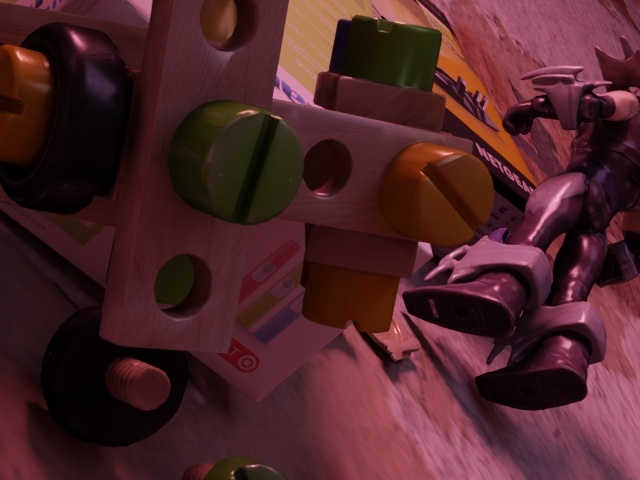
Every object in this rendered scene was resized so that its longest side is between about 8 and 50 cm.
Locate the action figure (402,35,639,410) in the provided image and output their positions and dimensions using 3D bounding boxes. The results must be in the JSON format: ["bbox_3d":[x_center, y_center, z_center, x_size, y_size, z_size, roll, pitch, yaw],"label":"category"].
[{"bbox_3d":[0.172,-0.019,1.288,0.285,0.099,0.185,-53,123,-40],"label":"action figure"}]

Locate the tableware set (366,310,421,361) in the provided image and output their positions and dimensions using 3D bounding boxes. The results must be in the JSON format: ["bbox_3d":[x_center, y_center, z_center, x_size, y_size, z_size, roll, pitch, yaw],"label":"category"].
[{"bbox_3d":[0.000,0.000,1.133,0.141,0.020,0.168,21,36,-59],"label":"tableware set"}]

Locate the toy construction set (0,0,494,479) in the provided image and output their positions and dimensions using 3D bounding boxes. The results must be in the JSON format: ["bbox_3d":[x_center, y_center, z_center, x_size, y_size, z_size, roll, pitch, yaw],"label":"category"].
[{"bbox_3d":[-0.009,-0.064,0.674,0.257,0.308,0.237,37,-11,-24],"label":"toy construction set"}]

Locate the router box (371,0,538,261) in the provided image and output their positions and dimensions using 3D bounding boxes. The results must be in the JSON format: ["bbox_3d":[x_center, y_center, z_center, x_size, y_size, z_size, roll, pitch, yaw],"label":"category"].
[{"bbox_3d":[0.020,-0.131,1.337,0.309,0.081,0.243,34,25,-47],"label":"router box"}]

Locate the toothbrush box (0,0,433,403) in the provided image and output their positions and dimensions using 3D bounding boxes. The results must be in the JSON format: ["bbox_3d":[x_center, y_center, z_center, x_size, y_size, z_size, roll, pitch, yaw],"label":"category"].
[{"bbox_3d":[-0.070,-0.090,0.947,0.206,0.122,0.283,39,20,-26],"label":"toothbrush box"}]
